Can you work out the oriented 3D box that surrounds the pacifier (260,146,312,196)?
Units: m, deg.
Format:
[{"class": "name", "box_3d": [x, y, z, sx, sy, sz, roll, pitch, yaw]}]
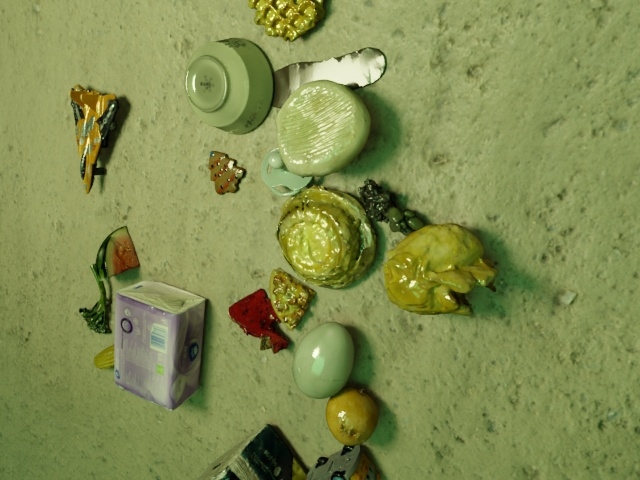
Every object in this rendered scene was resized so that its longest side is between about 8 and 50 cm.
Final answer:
[{"class": "pacifier", "box_3d": [-0.092, -0.175, 1.128, 0.150, 0.116, 0.127, 17, 89, 23]}]

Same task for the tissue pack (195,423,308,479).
[{"class": "tissue pack", "box_3d": [-0.150, 0.786, 1.310, 0.264, 0.253, 0.416, -43, 82, 27]}]

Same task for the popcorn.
[{"class": "popcorn", "box_3d": [0.246, 0.061, 0.989, 0.253, 0.191, 0.190, 3, 73, 22]}]

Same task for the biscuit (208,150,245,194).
[{"class": "biscuit", "box_3d": [-0.268, -0.189, 1.268, 0.119, 0.019, 0.130, -35, 85, 28]}]

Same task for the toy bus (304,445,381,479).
[{"class": "toy bus", "box_3d": [0.060, 0.657, 1.254, 0.209, 0.126, 0.136, -40, 92, 27]}]

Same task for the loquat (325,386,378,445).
[{"class": "loquat", "box_3d": [0.079, 0.447, 1.186, 0.141, 0.141, 0.141, 6, 105, 25]}]

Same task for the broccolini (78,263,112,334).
[{"class": "broccolini", "box_3d": [-0.778, 0.194, 1.585, 0.123, 0.062, 0.272, 10, 113, 8]}]

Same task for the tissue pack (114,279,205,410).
[{"class": "tissue pack", "box_3d": [-0.493, 0.316, 1.420, 0.242, 0.160, 0.338, 16, 110, 20]}]

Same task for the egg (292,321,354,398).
[{"class": "egg", "box_3d": [0.009, 0.302, 1.175, 0.151, 0.151, 0.209, 25, 110, 19]}]

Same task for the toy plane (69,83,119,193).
[{"class": "toy plane", "box_3d": [-0.688, -0.297, 1.409, 0.204, 0.103, 0.316, 20, 117, 23]}]

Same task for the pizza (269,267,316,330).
[{"class": "pizza", "box_3d": [-0.081, 0.152, 1.243, 0.134, 0.046, 0.175, -25, 90, 29]}]

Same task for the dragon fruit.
[{"class": "dragon fruit", "box_3d": [-0.162, 0.235, 1.305, 0.192, 0.122, 0.092, 43, 156, 7]}]

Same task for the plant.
[{"class": "plant", "box_3d": [0.157, -0.070, 1.059, 0.174, 0.087, 0.085, 39, 151, 9]}]

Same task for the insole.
[{"class": "insole", "box_3d": [0.000, -0.380, 1.099, 0.327, 0.007, 0.111, -6, 101, 27]}]

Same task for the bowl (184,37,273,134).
[{"class": "bowl", "box_3d": [-0.245, -0.383, 1.148, 0.237, 0.126, 0.238, 7, 106, 24]}]

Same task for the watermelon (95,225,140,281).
[{"class": "watermelon", "box_3d": [-0.660, 0.063, 1.452, 0.137, 0.145, 0.193, 28, 113, 12]}]

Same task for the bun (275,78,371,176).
[{"class": "bun", "box_3d": [0.010, -0.246, 1.046, 0.231, 0.133, 0.231, -3, 83, 25]}]

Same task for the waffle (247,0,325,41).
[{"class": "waffle", "box_3d": [-0.059, -0.586, 1.051, 0.249, 0.056, 0.253, -3, 99, 27]}]

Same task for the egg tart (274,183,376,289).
[{"class": "egg tart", "box_3d": [0.000, 0.000, 1.141, 0.278, 0.095, 0.279, 7, 106, 25]}]

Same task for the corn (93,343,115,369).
[{"class": "corn", "box_3d": [-0.693, 0.393, 1.584, 0.231, 0.080, 0.080, -26, 90, 31]}]
